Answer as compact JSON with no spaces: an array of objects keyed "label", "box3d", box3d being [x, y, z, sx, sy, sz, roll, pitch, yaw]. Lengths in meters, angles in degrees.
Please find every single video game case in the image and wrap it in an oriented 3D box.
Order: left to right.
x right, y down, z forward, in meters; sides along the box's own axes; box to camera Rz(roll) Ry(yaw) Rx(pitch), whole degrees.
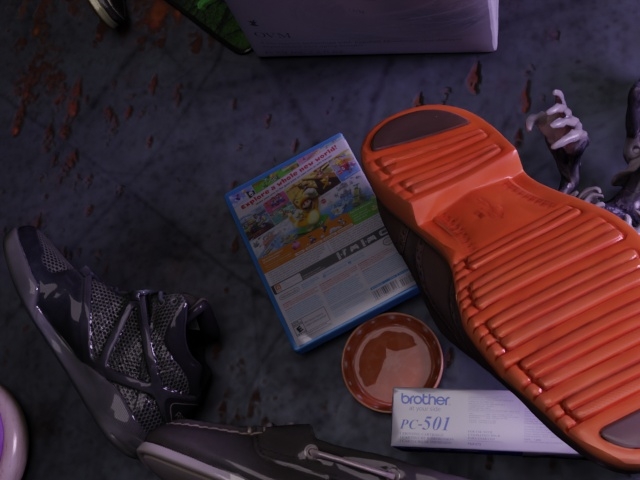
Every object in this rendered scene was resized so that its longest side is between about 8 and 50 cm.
[{"label":"video game case","box3d":[0.000,0.000,0.947,0.119,0.015,0.166,-28,62,3]}]

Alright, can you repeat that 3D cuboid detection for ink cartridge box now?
[{"label":"ink cartridge box","box3d":[0.160,0.136,0.817,0.207,0.097,0.046,1,78,10]}]

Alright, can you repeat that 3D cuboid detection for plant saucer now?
[{"label":"plant saucer","box3d":[0.059,0.100,0.906,0.084,0.013,0.083,-4,70,11]}]

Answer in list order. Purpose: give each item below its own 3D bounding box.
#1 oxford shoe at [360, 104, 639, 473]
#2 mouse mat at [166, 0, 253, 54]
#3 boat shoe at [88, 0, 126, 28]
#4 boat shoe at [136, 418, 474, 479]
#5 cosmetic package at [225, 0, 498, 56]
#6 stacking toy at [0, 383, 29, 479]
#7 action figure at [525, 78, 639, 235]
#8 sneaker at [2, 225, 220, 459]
[{"label":"oxford shoe","box3d":[0.146,0.040,0.784,0.130,0.132,0.363,-21,40,-7]},{"label":"mouse mat","box3d":[-0.064,-0.283,1.073,0.153,0.007,0.189,39,83,22]},{"label":"boat shoe","box3d":[-0.210,-0.275,1.078,0.049,0.056,0.152,-24,67,10]},{"label":"boat shoe","box3d":[0.028,0.194,0.839,0.335,0.112,0.095,20,60,13]},{"label":"cosmetic package","box3d":[0.031,-0.259,0.919,0.224,0.224,0.138,1,73,13]},{"label":"stacking toy","box3d":[-0.351,0.136,0.821,0.141,0.330,0.141,-4,71,12]},{"label":"action figure","box3d":[0.235,-0.055,0.849,0.164,0.141,0.275,27,79,35]},{"label":"sneaker","box3d":[-0.170,0.058,0.940,0.130,0.087,0.227,-38,70,-3]}]
